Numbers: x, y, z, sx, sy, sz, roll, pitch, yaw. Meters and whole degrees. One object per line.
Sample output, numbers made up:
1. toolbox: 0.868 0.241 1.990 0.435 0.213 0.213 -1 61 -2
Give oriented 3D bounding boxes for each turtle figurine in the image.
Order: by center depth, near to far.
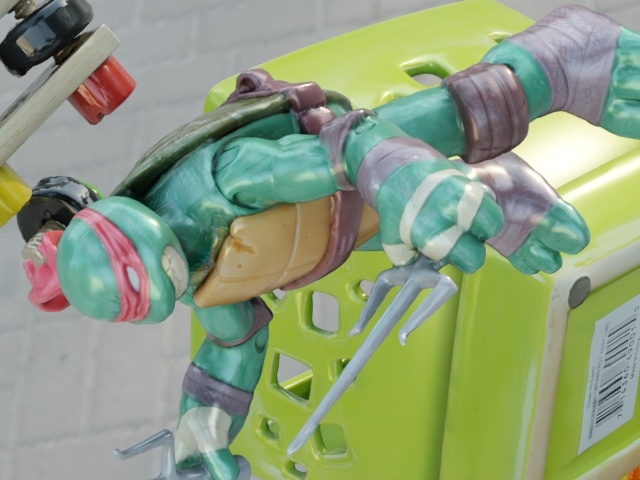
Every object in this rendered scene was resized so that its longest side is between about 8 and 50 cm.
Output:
1. turtle figurine: 0.000 0.000 0.565 0.234 0.175 0.118 -24 80 -34

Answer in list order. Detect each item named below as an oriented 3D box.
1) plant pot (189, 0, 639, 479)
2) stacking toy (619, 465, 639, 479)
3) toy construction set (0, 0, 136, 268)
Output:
1. plant pot: 0.081 0.025 0.936 0.207 0.228 0.227 29 37 36
2. stacking toy: 0.139 0.165 1.050 0.301 0.175 0.166 5 26 7
3. toy construction set: -0.256 -0.060 0.911 0.257 0.309 0.237 3 35 29
